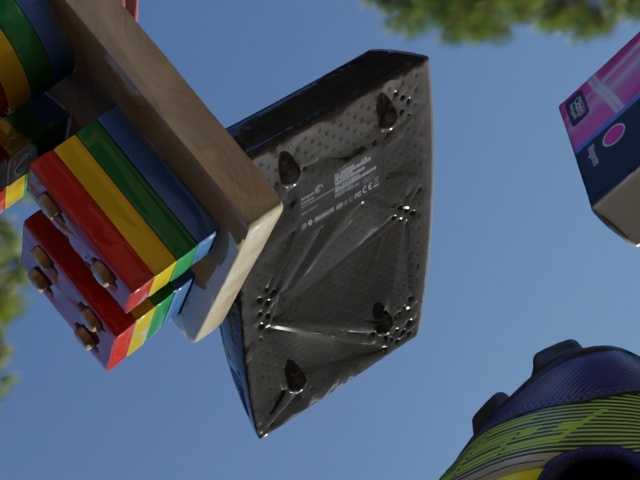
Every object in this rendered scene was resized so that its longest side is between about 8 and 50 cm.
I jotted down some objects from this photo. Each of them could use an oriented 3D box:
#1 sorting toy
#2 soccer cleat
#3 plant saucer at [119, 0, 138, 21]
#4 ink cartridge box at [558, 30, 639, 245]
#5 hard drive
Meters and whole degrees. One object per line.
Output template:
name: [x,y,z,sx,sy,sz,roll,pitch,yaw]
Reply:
sorting toy: [-0.154,-0.055,1.038,0.089,0.257,0.255,-37,-97,-19]
soccer cleat: [0.059,0.170,0.784,0.093,0.289,0.121,31,-163,-26]
plant saucer: [-0.308,-0.195,1.397,0.332,0.084,0.332,0,-89,-8]
ink cartridge box: [0.351,-0.170,1.409,0.069,0.371,0.176,39,-158,-23]
hard drive: [0.000,0.000,1.195,0.172,0.054,0.255,-31,-39,-28]
